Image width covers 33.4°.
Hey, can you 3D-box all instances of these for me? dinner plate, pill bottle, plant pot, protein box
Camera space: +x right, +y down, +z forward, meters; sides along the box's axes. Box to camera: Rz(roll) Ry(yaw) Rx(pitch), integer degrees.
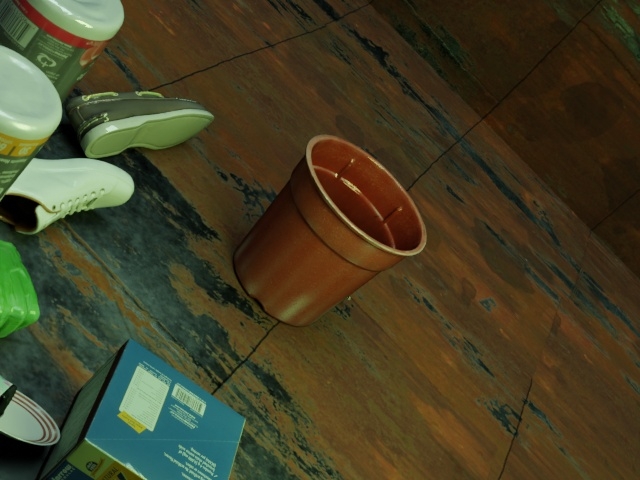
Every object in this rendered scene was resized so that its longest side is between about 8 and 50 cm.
[{"bbox_3d":[-0.389,0.216,1.326,0.141,0.017,0.141,33,4,-2],"label":"dinner plate"},{"bbox_3d":[-0.477,-0.115,1.409,0.162,0.278,0.162,32,31,-22],"label":"pill bottle"},{"bbox_3d":[-0.451,-0.272,1.606,0.176,0.318,0.176,33,31,-23],"label":"pill bottle"},{"bbox_3d":[0.000,0.000,1.905,0.272,0.265,0.272,33,30,-22],"label":"plant pot"},{"bbox_3d":[-0.229,0.277,1.373,0.200,0.136,0.201,38,29,-15],"label":"protein box"}]

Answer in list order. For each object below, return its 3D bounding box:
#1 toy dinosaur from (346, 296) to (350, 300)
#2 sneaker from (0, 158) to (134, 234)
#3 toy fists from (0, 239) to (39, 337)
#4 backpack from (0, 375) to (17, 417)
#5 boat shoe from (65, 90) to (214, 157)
[{"bbox_3d":[0.007,0.042,2.104,0.093,0.053,0.183,34,34,-51],"label":"toy dinosaur"},{"bbox_3d":[-0.410,-0.057,1.628,0.290,0.106,0.123,3,58,-41],"label":"sneaker"},{"bbox_3d":[-0.495,0.059,1.357,0.279,0.096,0.142,16,30,-40],"label":"toy fists"},{"bbox_3d":[-0.423,0.199,1.171,0.115,0.182,0.152,40,29,-9],"label":"backpack"},{"bbox_3d":[-0.323,-0.225,1.936,0.324,0.116,0.096,-18,70,-53],"label":"boat shoe"}]
